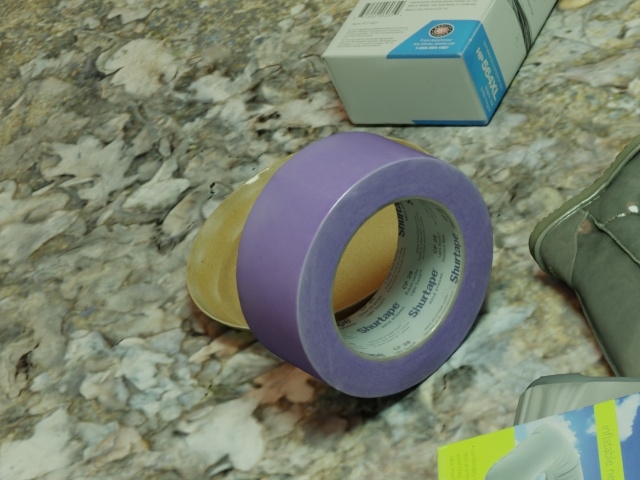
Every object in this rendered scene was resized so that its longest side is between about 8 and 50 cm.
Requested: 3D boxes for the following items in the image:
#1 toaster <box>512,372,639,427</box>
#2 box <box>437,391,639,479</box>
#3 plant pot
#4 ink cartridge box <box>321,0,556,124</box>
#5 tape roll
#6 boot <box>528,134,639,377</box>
[{"bbox_3d":[0.213,0.173,1.242,0.227,0.129,0.146,0,48,30],"label":"toaster"},{"bbox_3d":[0.159,0.151,1.167,0.178,0.042,0.109,-18,43,17],"label":"box"},{"bbox_3d":[0.000,0.000,1.674,0.236,0.032,0.236,-18,37,14],"label":"plant pot"},{"bbox_3d":[0.116,-0.201,1.802,0.148,0.086,0.203,3,44,35],"label":"ink cartridge box"},{"bbox_3d":[0.035,0.018,1.494,0.189,0.189,0.080,-41,38,-18],"label":"tape roll"},{"bbox_3d":[0.261,0.012,1.453,0.190,0.076,0.208,-43,29,3],"label":"boot"}]
